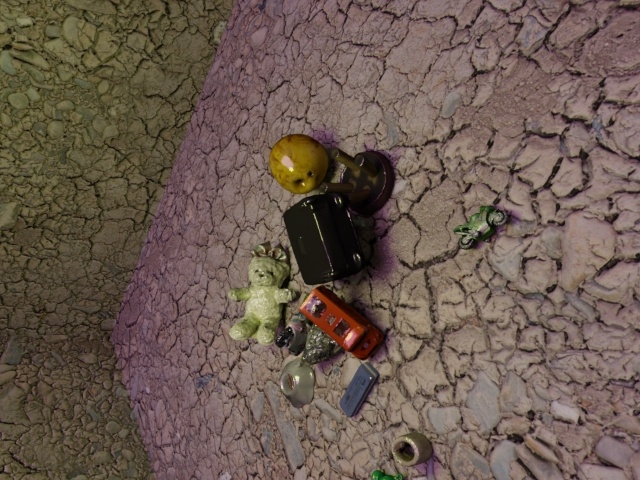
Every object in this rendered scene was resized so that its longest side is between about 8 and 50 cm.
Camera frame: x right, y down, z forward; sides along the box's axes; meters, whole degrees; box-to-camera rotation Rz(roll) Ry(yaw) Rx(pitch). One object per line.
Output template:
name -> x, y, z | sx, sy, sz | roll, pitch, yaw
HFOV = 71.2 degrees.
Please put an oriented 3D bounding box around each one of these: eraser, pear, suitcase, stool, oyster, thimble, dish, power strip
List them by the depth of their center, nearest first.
thimble -> 0.312, 0.718, 1.535 | 0.115, 0.090, 0.102 | -39, 56, 35
eraser -> 0.151, 0.592, 1.773 | 0.082, 0.036, 0.225 | 43, 114, 45
suitcase -> 0.000, 0.000, 1.775 | 0.339, 0.188, 0.345 | -23, 86, 60
stool -> 0.145, -0.251, 1.831 | 0.272, 0.179, 0.271 | -9, 78, 46
oyster -> 0.021, 0.409, 1.877 | 0.351, 0.158, 0.162 | -49, 24, 9
power strip -> 0.105, 0.110, 1.885 | 0.227, 0.029, 0.079 | 35, 110, 29
dish -> -0.126, 0.648, 2.031 | 0.229, 0.081, 0.229 | -12, 74, 45
pear -> -0.098, -0.351, 2.047 | 0.281, 0.281, 0.280 | -11, 75, 46

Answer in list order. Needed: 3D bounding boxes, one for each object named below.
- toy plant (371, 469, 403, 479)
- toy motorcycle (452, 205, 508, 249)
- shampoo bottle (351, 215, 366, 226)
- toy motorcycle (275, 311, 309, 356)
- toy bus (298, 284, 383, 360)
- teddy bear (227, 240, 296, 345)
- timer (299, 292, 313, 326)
toy plant -> 0.223, 0.898, 1.598 | 0.200, 0.105, 0.143 | -54, 31, 2
toy motorcycle -> 0.523, -0.052, 1.468 | 0.190, 0.074, 0.106 | -43, 44, 35
shampoo bottle -> 0.118, -0.082, 1.931 | 0.191, 0.041, 0.069 | 9, 85, 47
toy motorcycle -> -0.094, 0.399, 1.957 | 0.108, 0.239, 0.204 | 28, 77, 15
toy bus -> 0.081, 0.321, 1.722 | 0.329, 0.153, 0.143 | 39, 94, 11
teddy bear -> -0.276, 0.233, 2.110 | 0.328, 0.375, 0.362 | 8, 111, 8
timer -> -0.037, 0.313, 2.020 | 0.128, 0.047, 0.140 | 30, 107, 45
